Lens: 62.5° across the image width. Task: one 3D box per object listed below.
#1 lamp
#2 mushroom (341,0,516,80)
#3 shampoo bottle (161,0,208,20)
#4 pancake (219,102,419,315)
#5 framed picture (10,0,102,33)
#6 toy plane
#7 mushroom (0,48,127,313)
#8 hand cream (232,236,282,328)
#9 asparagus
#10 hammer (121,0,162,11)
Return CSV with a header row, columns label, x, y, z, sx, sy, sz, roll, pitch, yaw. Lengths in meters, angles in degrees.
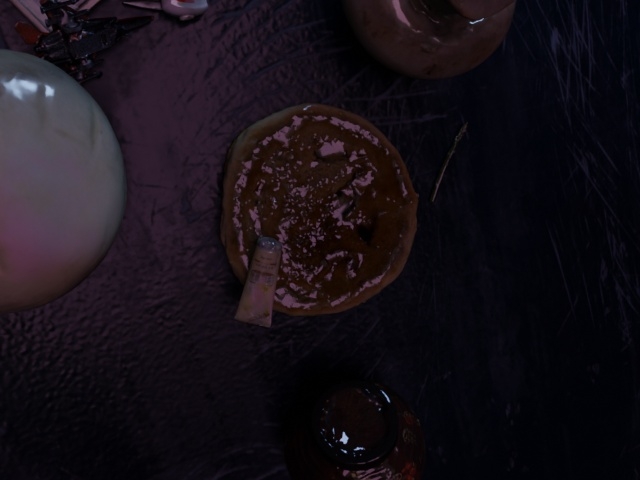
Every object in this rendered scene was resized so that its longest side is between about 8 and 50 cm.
label,x,y,z,sx,sy,sz,roll,pitch,yaw
lamp,0.059,0.355,0.908,0.246,0.247,0.247,-4,101,-20
mushroom,0.189,-0.394,0.782,0.297,0.290,0.298,-4,102,-20
shampoo bottle,-0.203,-0.373,0.770,0.072,0.043,0.099,-16,106,-37
pancake,-0.001,-0.053,0.863,0.355,0.065,0.356,1,87,-10
framed picture,-0.387,-0.395,0.709,0.150,0.015,0.203,-43,111,-4
toy plane,-0.313,-0.283,0.733,0.189,0.061,0.130,-27,138,-24
mushroom,-0.401,-0.082,0.616,0.356,0.315,0.315,25,90,-30
hand cream,-0.094,0.065,0.813,0.061,0.039,0.143,12,101,-6
asparagus,0.240,-0.148,0.994,0.016,0.016,0.163,23,91,4
hammer,-0.261,-0.436,0.757,0.062,0.013,0.199,-5,101,-19
